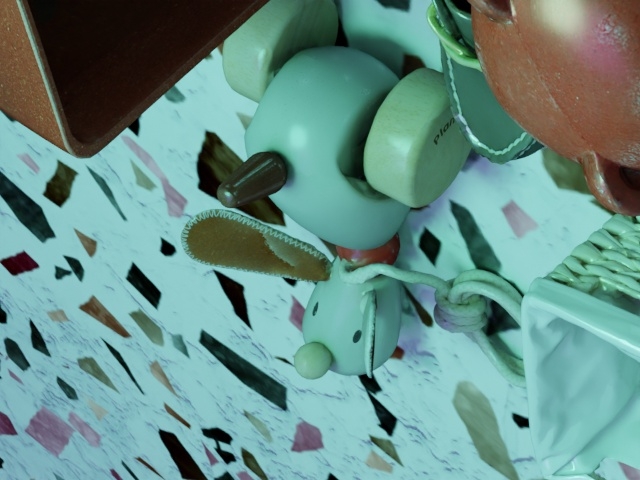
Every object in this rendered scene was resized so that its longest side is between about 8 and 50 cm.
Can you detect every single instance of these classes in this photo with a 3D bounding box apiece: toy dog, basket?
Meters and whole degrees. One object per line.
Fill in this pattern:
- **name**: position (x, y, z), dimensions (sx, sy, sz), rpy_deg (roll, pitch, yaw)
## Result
- **toy dog**: position (0.000, 0.000, 1.089), dimensions (0.220, 0.161, 0.333), rpy_deg (19, 140, 42)
- **basket**: position (0.194, 0.078, 0.981), dimensions (0.113, 0.103, 0.167), rpy_deg (26, 145, 34)

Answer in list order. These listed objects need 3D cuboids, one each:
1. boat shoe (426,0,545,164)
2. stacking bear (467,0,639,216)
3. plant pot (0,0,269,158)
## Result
- **boat shoe**: position (0.095, -0.143, 0.856), dimensions (0.109, 0.091, 0.305), rpy_deg (35, 148, 24)
- **stacking bear**: position (0.164, -0.130, 0.573), dimensions (0.164, 0.289, 0.175), rpy_deg (-1, 125, 54)
- **plant pot**: position (-0.154, -0.248, 0.867), dimensions (0.236, 0.267, 0.267), rpy_deg (22, 142, 32)
